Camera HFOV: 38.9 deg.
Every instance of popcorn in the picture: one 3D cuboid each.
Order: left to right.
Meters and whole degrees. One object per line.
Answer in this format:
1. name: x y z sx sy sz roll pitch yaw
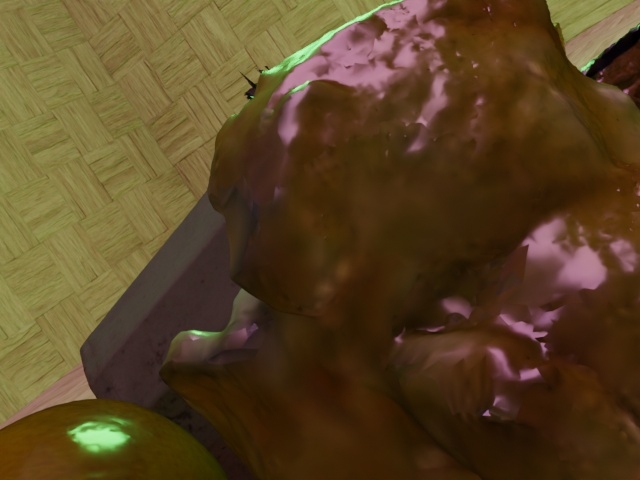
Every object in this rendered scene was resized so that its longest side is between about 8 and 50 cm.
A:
1. popcorn: 0.075 0.016 0.408 0.276 0.276 0.225 -27 10 45

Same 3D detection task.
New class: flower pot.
1. flower pot: -0.035 0.052 0.711 0.259 0.290 0.290 -45 6 4

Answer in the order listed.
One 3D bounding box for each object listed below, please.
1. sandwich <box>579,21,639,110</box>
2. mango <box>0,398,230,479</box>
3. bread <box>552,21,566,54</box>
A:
1. sandwich: 0.239 -0.077 0.676 0.273 0.095 0.249 -35 -15 -6
2. mango: -0.138 0.206 0.430 0.211 0.173 0.317 -26 20 11
3. bread: 0.382 -0.295 1.704 0.160 0.147 0.260 -19 20 33
